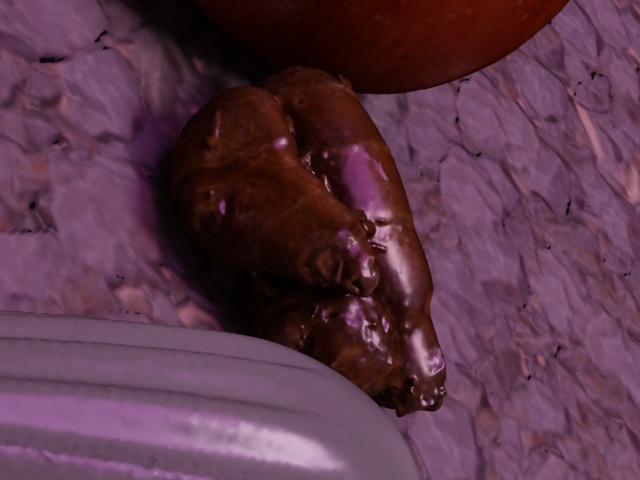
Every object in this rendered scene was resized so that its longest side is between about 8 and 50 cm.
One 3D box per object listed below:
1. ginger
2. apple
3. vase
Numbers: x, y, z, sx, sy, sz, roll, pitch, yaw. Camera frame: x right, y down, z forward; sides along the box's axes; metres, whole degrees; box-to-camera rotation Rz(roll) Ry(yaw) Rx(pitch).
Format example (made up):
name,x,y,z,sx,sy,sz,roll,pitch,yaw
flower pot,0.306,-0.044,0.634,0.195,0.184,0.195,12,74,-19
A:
name,x,y,z,sx,sy,sz,roll,pitch,yaw
ginger,0.000,0.000,0.714,0.103,0.073,0.162,-13,73,-53
apple,0.011,-0.169,0.788,0.235,0.173,0.210,39,41,-8
vase,-0.092,0.075,0.505,0.248,0.128,0.128,16,50,-31
